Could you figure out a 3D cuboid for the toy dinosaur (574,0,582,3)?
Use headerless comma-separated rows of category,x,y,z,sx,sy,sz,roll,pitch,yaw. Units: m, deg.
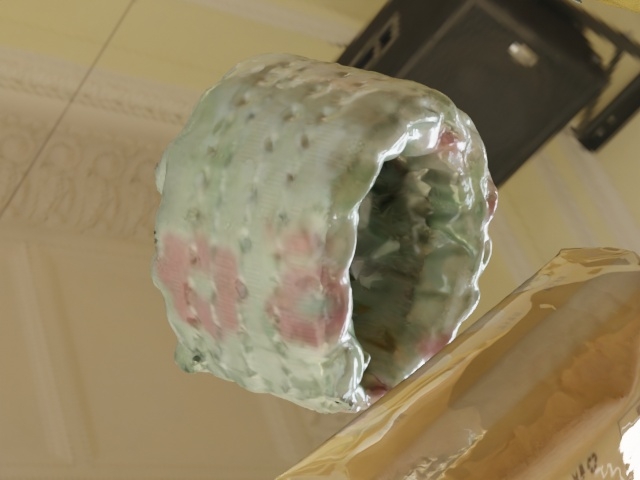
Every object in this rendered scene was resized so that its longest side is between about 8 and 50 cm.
toy dinosaur,0.423,-0.318,1.292,0.362,0.076,0.147,2,-146,13

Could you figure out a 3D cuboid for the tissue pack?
tissue pack,0.088,0.125,0.487,0.222,0.090,0.186,-34,-61,-43

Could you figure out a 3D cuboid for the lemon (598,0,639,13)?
lemon,0.185,-0.252,0.596,0.293,0.293,0.293,25,-142,-22

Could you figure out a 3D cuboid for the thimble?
thimble,0.000,0.000,0.733,0.149,0.211,0.185,18,170,35
